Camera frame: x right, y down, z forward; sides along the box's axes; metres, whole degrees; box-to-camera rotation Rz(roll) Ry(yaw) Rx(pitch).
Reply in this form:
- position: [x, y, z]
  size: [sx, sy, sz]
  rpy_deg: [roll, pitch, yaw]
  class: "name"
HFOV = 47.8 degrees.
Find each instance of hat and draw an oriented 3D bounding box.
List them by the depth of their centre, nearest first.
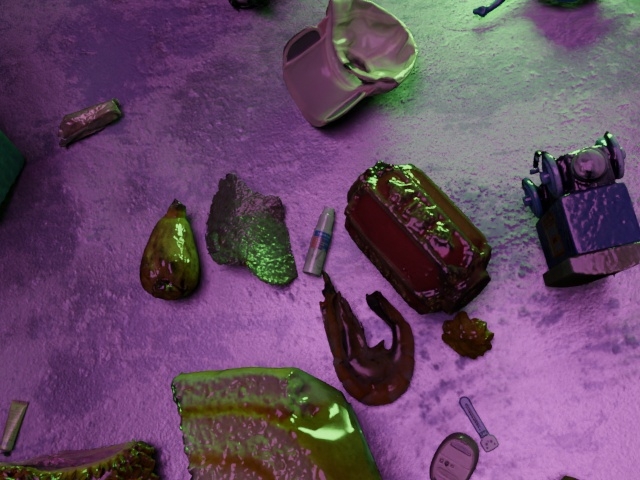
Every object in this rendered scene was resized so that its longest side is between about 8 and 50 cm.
- position: [0.056, -0.321, 1.371]
  size: [0.226, 0.164, 0.220]
  rpy_deg: [-44, 69, 40]
  class: "hat"

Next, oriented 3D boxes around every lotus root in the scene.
- position: [-0.275, 0.020, 1.342]
  size: [0.108, 0.094, 0.191]
  rpy_deg: [6, 65, -9]
  class: "lotus root"

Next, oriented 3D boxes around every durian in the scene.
- position: [-0.442, 0.451, 1.242]
  size: [0.341, 0.112, 0.191]
  rpy_deg: [-9, 70, 8]
  class: "durian"

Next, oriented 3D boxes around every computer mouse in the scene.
- position: [0.214, 0.354, 1.155]
  size: [0.066, 0.039, 0.096]
  rpy_deg: [27, 90, 19]
  class: "computer mouse"

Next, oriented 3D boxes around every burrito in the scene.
- position: [-0.479, -0.247, 1.488]
  size: [0.149, 0.041, 0.055]
  rpy_deg: [-25, 84, 5]
  class: "burrito"

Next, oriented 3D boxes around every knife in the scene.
- position: [0.255, 0.297, 1.176]
  size: [0.027, 0.010, 0.096]
  rpy_deg: [-31, 70, 3]
  class: "knife"

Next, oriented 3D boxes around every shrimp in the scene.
- position: [0.080, 0.153, 1.234]
  size: [0.145, 0.059, 0.255]
  rpy_deg: [-15, 72, 6]
  class: "shrimp"

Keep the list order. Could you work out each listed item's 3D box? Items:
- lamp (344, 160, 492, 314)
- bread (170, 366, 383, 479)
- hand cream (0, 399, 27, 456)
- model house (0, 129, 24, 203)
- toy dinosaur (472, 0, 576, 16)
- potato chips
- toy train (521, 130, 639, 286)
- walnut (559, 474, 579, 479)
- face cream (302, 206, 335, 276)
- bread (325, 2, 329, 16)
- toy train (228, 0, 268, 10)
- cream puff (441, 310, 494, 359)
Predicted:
- position: [0.159, -0.006, 1.200]
  size: [0.177, 0.177, 0.274]
  rpy_deg: [-39, 70, 0]
  class: "lamp"
- position: [-0.041, 0.342, 1.107]
  size: [0.263, 0.239, 0.395]
  rpy_deg: [-27, 67, 9]
  class: "bread"
- position: [-0.577, 0.351, 1.352]
  size: [0.035, 0.022, 0.102]
  rpy_deg: [5, 70, 15]
  class: "hand cream"
- position: [-0.806, -0.204, 1.429]
  size: [0.342, 0.335, 0.382]
  rpy_deg: [-35, 64, -9]
  class: "model house"
- position: [0.447, -0.493, 1.327]
  size: [0.328, 0.076, 0.145]
  rpy_deg: [0, 81, 16]
  class: "toy dinosaur"
- position: [-0.128, -0.014, 1.332]
  size: [0.228, 0.059, 0.167]
  rpy_deg: [29, 73, 19]
  class: "potato chips"
- position: [0.395, -0.035, 1.093]
  size: [0.131, 0.299, 0.202]
  rpy_deg: [-15, 80, 8]
  class: "toy train"
- position: [0.377, 0.412, 1.070]
  size: [0.105, 0.105, 0.125]
  rpy_deg: [-7, 58, 11]
  class: "walnut"
- position: [0.000, 0.000, 1.309]
  size: [0.034, 0.034, 0.130]
  rpy_deg: [12, 76, 16]
  class: "face cream"
- position: [0.047, -0.444, 1.420]
  size: [0.081, 0.046, 0.083]
  rpy_deg: [-35, 68, -4]
  class: "bread"
- position: [-0.159, -0.617, 1.479]
  size: [0.202, 0.120, 0.301]
  rpy_deg: [-35, 70, -1]
  class: "toy train"
- position: [0.241, 0.158, 1.190]
  size: [0.083, 0.058, 0.083]
  rpy_deg: [-27, 91, 13]
  class: "cream puff"
